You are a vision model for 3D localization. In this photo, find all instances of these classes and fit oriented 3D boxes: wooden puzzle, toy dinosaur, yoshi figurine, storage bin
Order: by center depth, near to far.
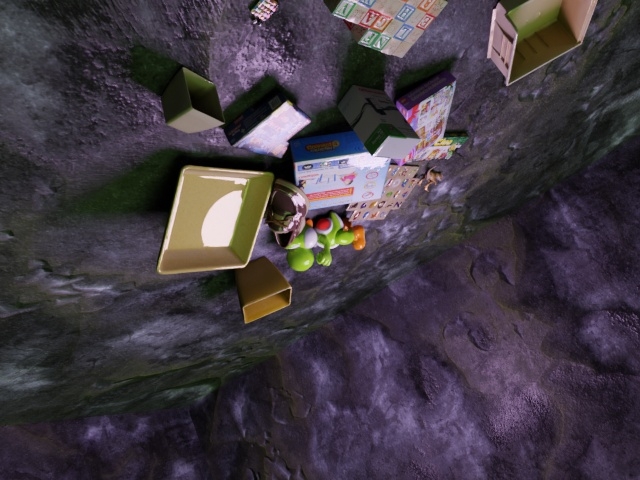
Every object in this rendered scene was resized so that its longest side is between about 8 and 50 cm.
[{"bbox_3d":[-0.118,-0.491,1.114,0.083,0.006,0.049,-39,156,25],"label":"wooden puzzle"},{"bbox_3d":[0.642,-0.633,1.539,0.262,0.123,0.260,-29,158,2],"label":"storage bin"},{"bbox_3d":[-0.006,0.023,2.134,0.361,0.203,0.203,-10,159,-31],"label":"yoshi figurine"},{"bbox_3d":[0.457,-0.272,2.221,0.112,0.064,0.211,-55,160,15],"label":"toy dinosaur"}]

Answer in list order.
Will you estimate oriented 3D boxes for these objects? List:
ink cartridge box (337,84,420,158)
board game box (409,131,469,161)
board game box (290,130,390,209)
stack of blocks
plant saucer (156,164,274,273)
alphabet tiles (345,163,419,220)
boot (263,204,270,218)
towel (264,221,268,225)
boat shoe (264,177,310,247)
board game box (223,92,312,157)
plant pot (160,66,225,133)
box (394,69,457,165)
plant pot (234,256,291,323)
[{"bbox_3d":[0.166,-0.339,1.514,0.153,0.209,0.087,-6,147,-44],"label":"ink cartridge box"},{"bbox_3d":[0.447,-0.360,2.036,0.259,0.030,0.136,-11,150,-37],"label":"board game box"},{"bbox_3d":[0.060,-0.223,1.706,0.307,0.086,0.302,-9,155,-7],"label":"board game box"},{"bbox_3d":[0.132,-0.537,1.198,0.297,0.087,0.171,-4,148,-46],"label":"stack of blocks"},{"bbox_3d":[-0.323,-0.072,1.567,0.332,0.081,0.333,-3,119,-48],"label":"plant saucer"},{"bbox_3d":[0.256,-0.190,2.131,0.342,0.011,0.285,-5,137,-45],"label":"alphabet tiles"},{"bbox_3d":[-0.153,-0.111,1.869,0.118,0.042,0.087,-11,158,-35],"label":"boot"},{"bbox_3d":[-0.165,-0.081,1.951,0.060,0.010,0.083,-2,146,-46],"label":"towel"},{"bbox_3d":[-0.117,-0.075,1.728,0.342,0.123,0.123,99,17,-66],"label":"boat shoe"},{"bbox_3d":[-0.129,-0.304,1.440,0.194,0.060,0.194,-35,158,16],"label":"board game box"},{"bbox_3d":[-0.297,-0.304,1.195,0.096,0.109,0.109,-25,161,26],"label":"plant pot"},{"bbox_3d":[0.331,-0.393,1.727,0.200,0.057,0.293,-35,156,-14],"label":"box"},{"bbox_3d":[-0.256,0.194,2.210,0.212,0.187,0.212,-21,157,-15],"label":"plant pot"}]
